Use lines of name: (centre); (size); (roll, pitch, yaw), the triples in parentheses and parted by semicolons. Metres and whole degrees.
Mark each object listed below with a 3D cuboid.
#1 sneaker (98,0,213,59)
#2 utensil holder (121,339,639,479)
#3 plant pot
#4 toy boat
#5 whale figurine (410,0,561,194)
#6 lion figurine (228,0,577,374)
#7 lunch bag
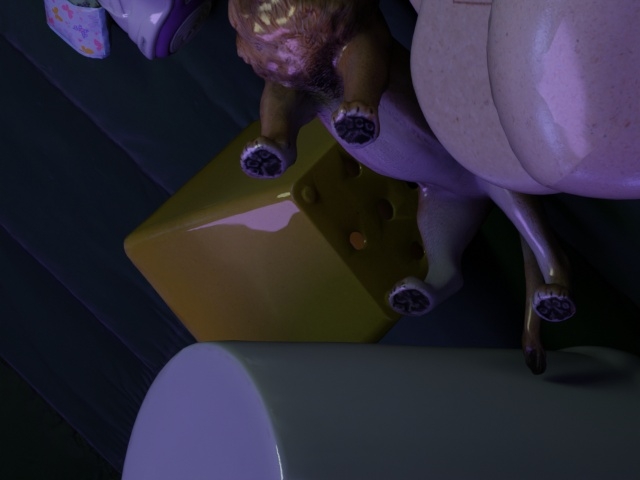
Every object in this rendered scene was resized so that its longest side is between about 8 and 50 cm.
sneaker: (-0.154, -0.267, 1.276); (0.152, 0.114, 0.305); (42, 154, 7)
utensil holder: (0.074, 0.235, 1.211); (0.328, 0.386, 0.327); (-19, 68, 58)
plant pot: (0.000, 0.000, 1.342); (0.212, 0.212, 0.187); (52, 142, -10)
toy boat: (0.246, -0.100, 0.843); (0.318, 0.267, 0.148); (40, -163, -14)
whale figurine: (0.148, -0.169, 0.985); (0.216, 0.141, 0.272); (12, 113, 52)
lion figurine: (0.062, -0.092, 1.151); (0.142, 0.240, 0.392); (-24, 125, 26)
lunch bag: (-0.234, -0.227, 1.526); (0.083, 0.053, 0.071); (43, 153, 29)
